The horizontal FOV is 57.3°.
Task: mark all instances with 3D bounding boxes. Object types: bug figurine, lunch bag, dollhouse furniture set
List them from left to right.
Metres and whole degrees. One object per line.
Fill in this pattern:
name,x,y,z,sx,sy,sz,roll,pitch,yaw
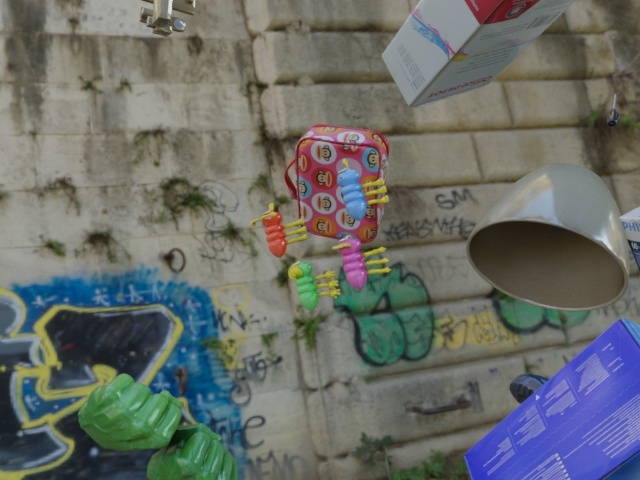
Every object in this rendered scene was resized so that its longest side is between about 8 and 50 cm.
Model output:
dollhouse furniture set,-0.312,-0.518,1.283,0.123,0.143,0.151,5,-2,-33
bug figurine,0.000,0.000,1.012,0.279,0.216,0.072,-26,-13,37
lunch bag,0.035,-0.143,1.487,0.258,0.293,0.120,10,35,12

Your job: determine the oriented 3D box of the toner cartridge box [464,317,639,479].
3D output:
toner cartridge box,0.358,0.287,0.826,0.075,0.165,0.347,22,-59,-22

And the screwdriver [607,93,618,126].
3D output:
screwdriver,0.679,-0.309,1.361,0.025,0.170,0.024,16,-48,12

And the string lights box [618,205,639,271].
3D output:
string lights box,0.606,0.066,0.966,0.077,0.259,0.133,-27,11,-4

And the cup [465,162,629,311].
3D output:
cup,0.520,-0.030,1.298,0.331,0.236,0.331,22,-28,13

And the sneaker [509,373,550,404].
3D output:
sneaker,0.513,0.300,1.060,0.319,0.131,0.112,23,-30,22

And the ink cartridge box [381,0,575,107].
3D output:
ink cartridge box,0.159,-0.220,0.584,0.128,0.072,0.175,-22,-10,-28

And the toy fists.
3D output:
toy fists,-0.244,0.317,0.926,0.142,0.279,0.096,-24,25,44
